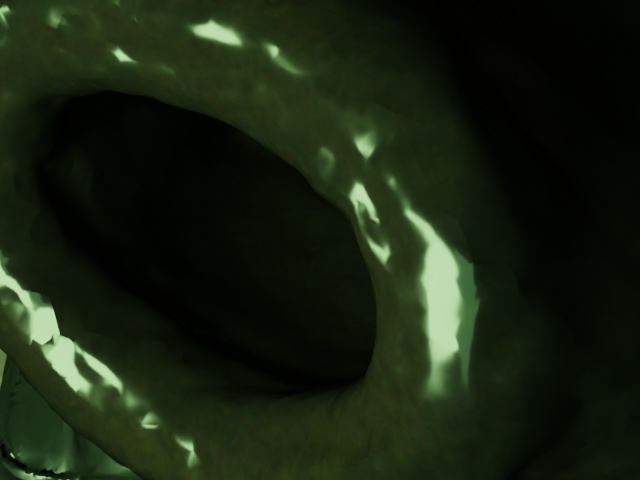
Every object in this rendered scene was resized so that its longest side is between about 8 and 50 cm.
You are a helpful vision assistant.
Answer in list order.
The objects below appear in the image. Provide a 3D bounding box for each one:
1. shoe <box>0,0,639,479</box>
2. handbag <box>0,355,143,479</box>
[{"bbox_3d":[0.081,-0.010,0.479,0.384,0.237,0.171,19,126,19],"label":"shoe"},{"bbox_3d":[0.000,0.000,0.672,0.244,0.275,0.088,3,155,20],"label":"handbag"}]
